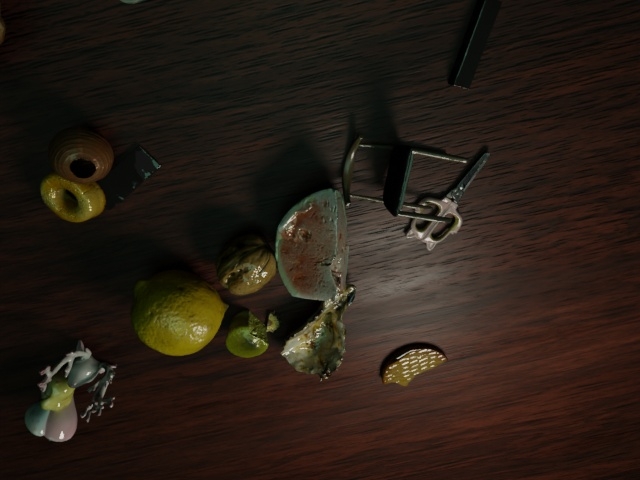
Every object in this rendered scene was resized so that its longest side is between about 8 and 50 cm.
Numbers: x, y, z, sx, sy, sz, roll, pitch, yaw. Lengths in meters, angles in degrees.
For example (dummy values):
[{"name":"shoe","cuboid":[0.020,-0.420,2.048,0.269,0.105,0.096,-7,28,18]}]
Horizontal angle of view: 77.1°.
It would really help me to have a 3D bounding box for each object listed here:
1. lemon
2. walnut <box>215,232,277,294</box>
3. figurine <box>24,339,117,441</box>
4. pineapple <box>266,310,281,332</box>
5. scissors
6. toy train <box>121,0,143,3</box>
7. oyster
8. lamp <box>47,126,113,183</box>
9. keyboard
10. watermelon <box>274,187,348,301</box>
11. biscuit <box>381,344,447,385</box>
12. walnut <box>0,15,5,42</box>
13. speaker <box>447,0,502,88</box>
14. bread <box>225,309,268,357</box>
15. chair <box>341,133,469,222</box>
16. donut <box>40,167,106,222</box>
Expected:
[{"name":"lemon","cuboid":[-0.403,0.196,1.118,0.254,0.228,0.228,29,111,-11]},{"name":"walnut","cuboid":[-0.210,0.071,1.114,0.184,0.155,0.155,-36,114,12]},{"name":"figurine","cuboid":[-0.740,0.458,1.206,0.206,0.284,0.315,30,99,-20]},{"name":"pineapple","cuboid":[-0.149,0.264,1.290,0.045,0.019,0.083,9,117,-3]},{"name":"scissors","cuboid":[0.372,-0.114,1.140,0.160,0.024,0.317,28,111,-16]},{"name":"toy train","cuboid":[-0.324,-0.545,0.839,0.234,0.051,0.052,-13,114,1]},{"name":"oyster","cuboid":[-0.003,0.268,1.243,0.198,0.133,0.336,15,112,-10]},{"name":"lamp","cuboid":[-0.565,-0.202,0.951,0.137,0.136,0.136,-2,117,-4]},{"name":"keyboard","cuboid":[-0.509,-0.160,1.042,0.197,0.015,0.074,-36,111,12]},{"name":"watermelon","cuboid":[0.000,0.000,1.076,0.224,0.180,0.305,-12,111,-30]},{"name":"biscuit","cuboid":[0.331,0.440,1.417,0.229,0.031,0.176,-2,118,-6]},{"name":"walnut","cuboid":[-0.770,-0.450,0.722,0.344,0.306,0.306,12,116,-18]},{"name":"speaker","cuboid":[0.363,-0.463,0.951,0.046,0.040,0.191,10,115,-12]},{"name":"bread","cuboid":[-0.231,0.294,1.243,0.111,0.114,0.129,-29,116,11]},{"name":"chair","cuboid":[0.199,-0.155,1.015,0.272,0.166,0.188,8,106,-6]},{"name":"donut","cuboid":[-0.635,-0.113,1.024,0.152,0.058,0.151,2,119,3]}]
